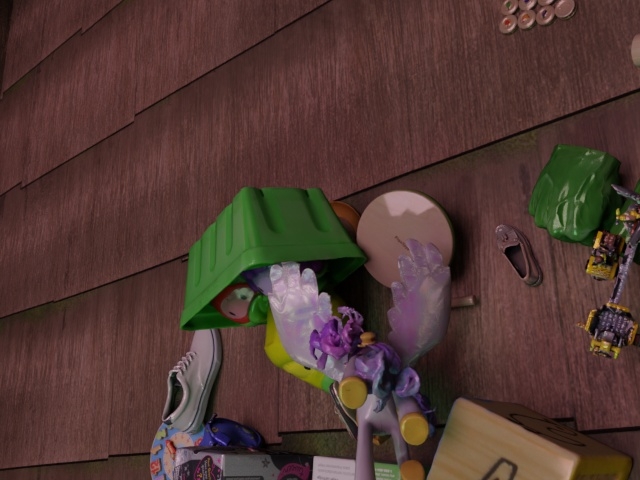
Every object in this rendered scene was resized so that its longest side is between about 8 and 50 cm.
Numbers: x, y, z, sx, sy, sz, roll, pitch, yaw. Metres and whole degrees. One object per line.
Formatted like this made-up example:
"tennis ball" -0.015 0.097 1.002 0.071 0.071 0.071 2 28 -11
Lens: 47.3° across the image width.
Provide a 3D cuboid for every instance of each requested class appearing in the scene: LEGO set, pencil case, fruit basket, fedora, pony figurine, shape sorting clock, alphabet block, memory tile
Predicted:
"LEGO set" 0.474 0.069 0.863 0.331 0.192 0.255 26 95 22
"pencil case" -0.234 0.520 1.525 0.119 0.133 0.306 29 99 27
"fruit basket" -0.076 0.123 1.372 0.392 0.283 0.392 4 94 58
"fedora" 0.000 0.000 1.500 0.194 0.079 0.194 -17 65 41
"pony figurine" 0.077 0.201 1.141 0.363 0.303 0.351 -92 -5 -76
"shape sorting clock" -0.327 0.497 1.685 0.206 0.040 0.206 -15 67 41
"alphabet block" 0.285 0.351 1.032 0.197 0.192 0.193 20 93 45
"memory tile" 0.388 -0.433 1.308 0.148 0.012 0.113 -3 75 43

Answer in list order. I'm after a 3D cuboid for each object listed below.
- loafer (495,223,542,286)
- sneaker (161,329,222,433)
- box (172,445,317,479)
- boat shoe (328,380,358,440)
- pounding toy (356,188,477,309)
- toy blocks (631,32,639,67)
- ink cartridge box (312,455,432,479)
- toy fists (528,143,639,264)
"loafer" 0.323 0.019 1.206 0.045 0.039 0.125 -43 51 27
"sneaker" -0.294 0.304 1.667 0.094 0.091 0.258 -14 58 39
"box" -0.138 0.472 1.361 0.142 0.247 0.163 -8 72 41
"boat shoe" 0.050 0.311 1.327 0.043 0.137 0.049 -19 24 35
"pounding toy" 0.180 0.017 1.324 0.183 0.110 0.237 -21 90 31
"toy blocks" 0.582 -0.311 0.891 0.260 0.289 0.309 6 78 49
"ink cartridge box" 0.087 0.511 1.222 0.201 0.117 0.278 -10 71 42
"toy fists" 0.438 -0.044 1.077 0.279 0.096 0.142 23 87 43
